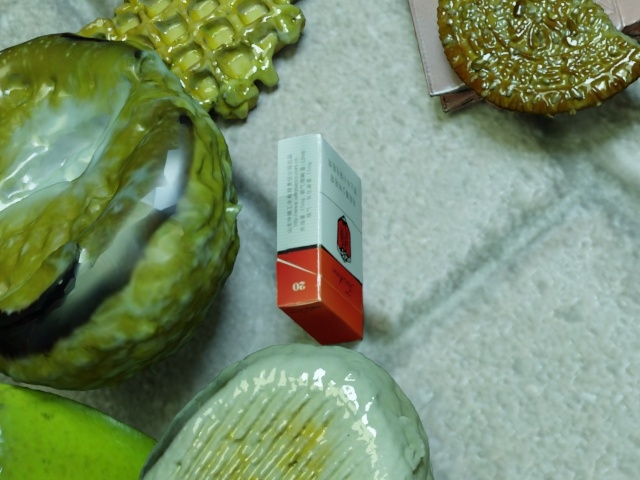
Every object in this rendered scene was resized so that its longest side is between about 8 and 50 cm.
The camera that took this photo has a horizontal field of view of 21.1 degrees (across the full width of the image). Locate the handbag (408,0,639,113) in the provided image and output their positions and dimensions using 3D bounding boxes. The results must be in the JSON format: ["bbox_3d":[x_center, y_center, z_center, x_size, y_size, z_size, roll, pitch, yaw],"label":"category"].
[{"bbox_3d":[0.185,-0.206,1.478,0.212,0.059,0.157,-19,61,16],"label":"handbag"}]

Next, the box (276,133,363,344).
[{"bbox_3d":[0.000,0.000,1.445,0.048,0.100,0.152,-8,66,23],"label":"box"}]

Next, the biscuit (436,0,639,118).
[{"bbox_3d":[0.168,-0.171,1.420,0.126,0.025,0.206,-46,61,0],"label":"biscuit"}]

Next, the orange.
[{"bbox_3d":[-0.188,-0.020,1.460,0.271,0.210,0.368,-45,42,9],"label":"orange"}]

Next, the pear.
[{"bbox_3d":[-0.286,0.234,1.366,0.286,0.282,0.176,-19,54,15],"label":"pear"}]

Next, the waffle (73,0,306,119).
[{"bbox_3d":[-0.127,-0.220,1.618,0.249,0.056,0.253,-3,70,21],"label":"waffle"}]

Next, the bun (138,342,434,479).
[{"bbox_3d":[-0.018,0.192,1.345,0.244,0.153,0.244,-1,88,16],"label":"bun"}]
